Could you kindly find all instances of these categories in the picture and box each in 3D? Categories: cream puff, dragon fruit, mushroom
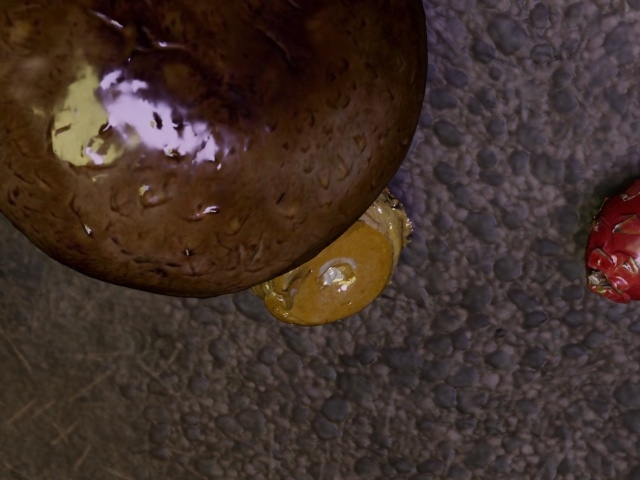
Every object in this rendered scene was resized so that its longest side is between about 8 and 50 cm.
[{"bbox_3d":[0.000,0.000,1.482,0.133,0.104,0.119,-50,133,3],"label":"cream puff"},{"bbox_3d":[0.279,-0.011,1.432,0.190,0.094,0.094,-16,112,-7],"label":"dragon fruit"},{"bbox_3d":[-0.089,-0.123,1.333,0.345,0.239,0.345,0,79,-1],"label":"mushroom"}]
